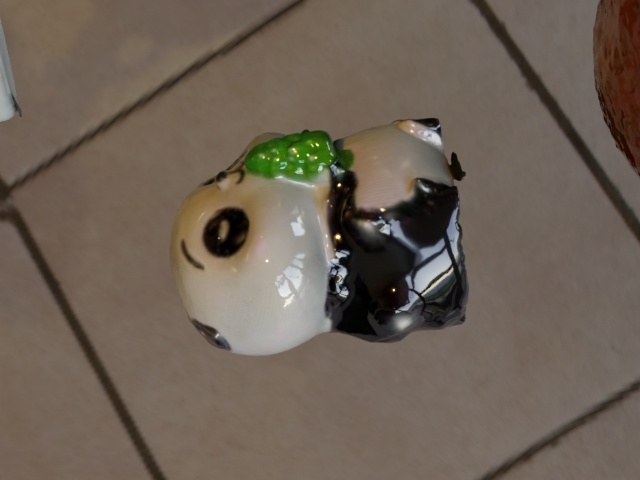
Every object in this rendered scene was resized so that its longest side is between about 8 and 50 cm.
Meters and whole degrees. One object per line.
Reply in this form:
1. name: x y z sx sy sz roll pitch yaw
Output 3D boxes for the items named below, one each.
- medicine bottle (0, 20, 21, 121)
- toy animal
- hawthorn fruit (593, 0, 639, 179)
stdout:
1. medicine bottle: -0.401 -0.148 1.396 0.258 0.143 0.143 -13 72 -7
2. toy animal: -0.001 -0.007 1.436 0.267 0.212 0.212 -3 74 -5
3. hawthorn fruit: 0.296 -0.173 0.873 0.285 0.285 0.369 10 67 16
